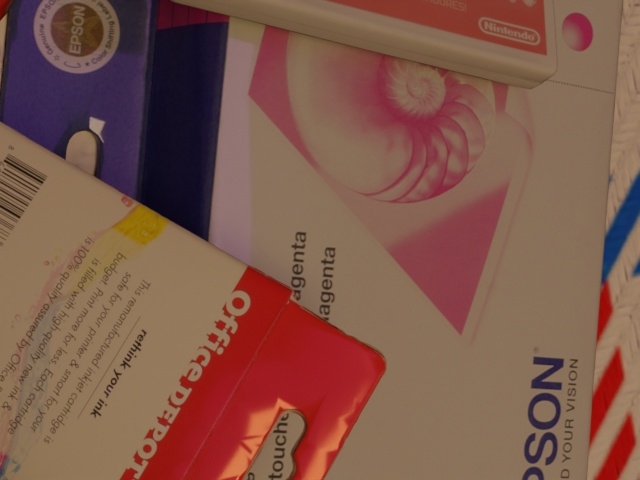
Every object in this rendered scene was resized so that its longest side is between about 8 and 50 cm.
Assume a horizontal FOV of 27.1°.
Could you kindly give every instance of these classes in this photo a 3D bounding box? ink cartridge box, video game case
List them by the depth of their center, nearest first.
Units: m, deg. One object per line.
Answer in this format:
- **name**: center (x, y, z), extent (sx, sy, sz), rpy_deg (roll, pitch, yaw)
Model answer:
- **ink cartridge box**: center (-0.102, 0.050, 0.578), extent (0.231, 0.078, 0.134), rpy_deg (30, 79, 3)
- **video game case**: center (0.025, -0.228, 0.673), extent (0.204, 0.025, 0.285), rpy_deg (10, 68, -25)
- **ink cartridge box**: center (0.000, 0.000, 0.683), extent (0.330, 0.071, 0.324), rpy_deg (5, 88, -27)

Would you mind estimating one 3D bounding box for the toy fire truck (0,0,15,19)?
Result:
- **toy fire truck**: center (-0.192, -0.193, 0.602), extent (0.192, 0.047, 0.135), rpy_deg (47, 71, -19)
